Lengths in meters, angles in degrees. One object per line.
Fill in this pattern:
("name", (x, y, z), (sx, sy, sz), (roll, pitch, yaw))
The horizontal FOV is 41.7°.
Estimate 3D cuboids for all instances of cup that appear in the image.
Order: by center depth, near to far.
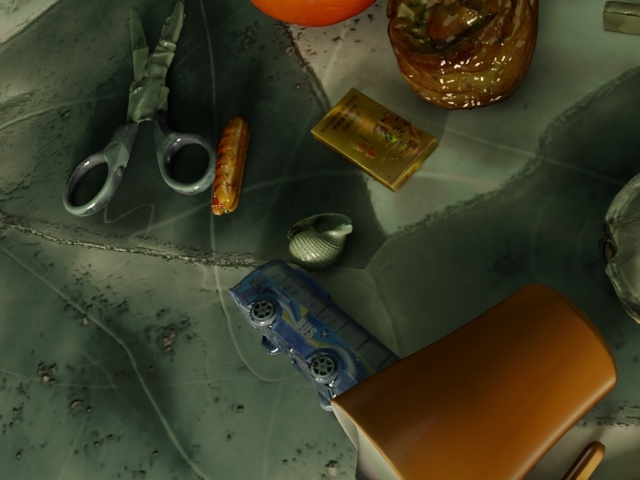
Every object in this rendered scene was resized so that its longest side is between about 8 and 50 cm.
("cup", (0.160, 0.184, 0.813), (0.264, 0.182, 0.226), (-35, 91, -11))

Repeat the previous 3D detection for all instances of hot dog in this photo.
("hot dog", (0.191, -0.306, 1.079), (0.196, 0.122, 0.272), (-3, 65, 29))
("hot dog", (-0.123, -0.101, 1.140), (0.038, 0.062, 0.144), (7, 67, 2))

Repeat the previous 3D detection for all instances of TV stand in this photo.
("TV stand", (0.455, -0.246, 0.984), (0.249, 0.036, 0.042), (17, 73, 29))

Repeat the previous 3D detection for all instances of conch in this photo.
("conch", (0.000, 0.004, 1.035), (0.085, 0.056, 0.076), (-14, 37, -7))

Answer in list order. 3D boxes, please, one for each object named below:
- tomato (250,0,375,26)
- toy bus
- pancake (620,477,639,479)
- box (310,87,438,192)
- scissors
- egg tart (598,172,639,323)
("tomato", (0.009, -0.410, 1.173), (0.260, 0.180, 0.259), (-10, 62, 20))
("toy bus", (-0.002, 0.115, 0.968), (0.094, 0.079, 0.236), (-38, 55, -19))
("pancake", (0.292, 0.289, 0.778), (0.140, 0.022, 0.139), (-10, 62, 18))
("box", (0.069, -0.133, 1.096), (0.089, 0.022, 0.156), (-47, 56, -5))
("scissors", (-0.266, -0.219, 1.278), (0.256, 0.029, 0.383), (-12, 62, 18))
("egg tart", (0.402, -0.002, 0.845), (0.234, 0.094, 0.234), (-9, 61, 16))
